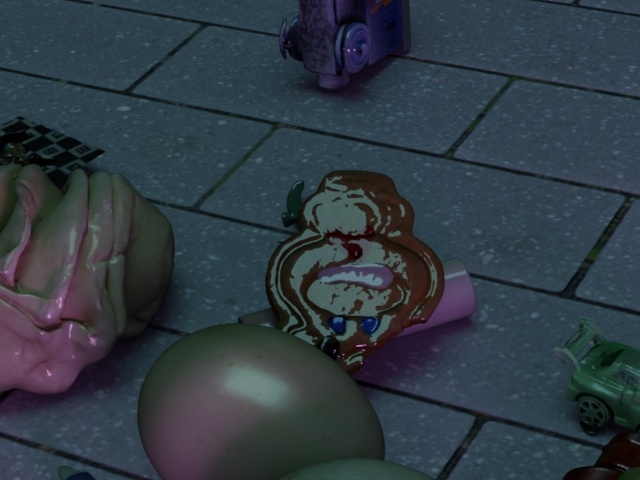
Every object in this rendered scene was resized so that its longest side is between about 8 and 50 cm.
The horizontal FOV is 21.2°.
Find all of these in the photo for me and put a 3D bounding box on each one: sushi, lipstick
[{"bbox_3d":[-0.387,-0.098,2.239,0.139,0.031,0.201,-33,39,-33],"label":"sushi"},{"bbox_3d":[0.040,0.083,1.869,0.254,0.070,0.070,-15,35,-12],"label":"lipstick"}]

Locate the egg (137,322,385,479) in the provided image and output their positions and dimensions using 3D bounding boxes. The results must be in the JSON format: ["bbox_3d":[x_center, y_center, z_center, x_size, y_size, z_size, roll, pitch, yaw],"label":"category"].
[{"bbox_3d":[-0.057,0.180,1.641,0.254,0.188,0.188,20,42,26],"label":"egg"}]

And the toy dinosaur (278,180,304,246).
[{"bbox_3d":[-0.016,0.004,1.992,0.120,0.079,0.292,-15,21,-19],"label":"toy dinosaur"}]

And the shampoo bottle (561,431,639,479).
[{"bbox_3d":[0.241,0.276,1.561,0.102,0.064,0.260,13,38,29],"label":"shampoo bottle"}]

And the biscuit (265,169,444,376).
[{"bbox_3d":[0.025,0.065,1.814,0.183,0.047,0.320,24,64,12],"label":"biscuit"}]

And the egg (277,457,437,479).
[{"bbox_3d":[0.034,0.282,1.475,0.253,0.186,0.186,-2,32,31],"label":"egg"}]

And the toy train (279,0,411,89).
[{"bbox_3d":[0.037,-0.365,2.331,0.131,0.299,0.202,14,31,30],"label":"toy train"}]

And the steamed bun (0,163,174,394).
[{"bbox_3d":[-0.306,0.022,1.898,0.289,0.203,0.276,-9,34,-5],"label":"steamed bun"}]

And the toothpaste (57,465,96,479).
[{"bbox_3d":[-0.207,0.276,1.663,0.057,0.035,0.197,-37,44,-14],"label":"toothpaste"}]

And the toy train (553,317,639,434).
[{"bbox_3d":[0.314,0.146,1.724,0.149,0.081,0.099,19,41,33],"label":"toy train"}]

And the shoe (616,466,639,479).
[{"bbox_3d":[0.320,0.313,1.432,0.128,0.140,0.262,-7,48,-1],"label":"shoe"}]
